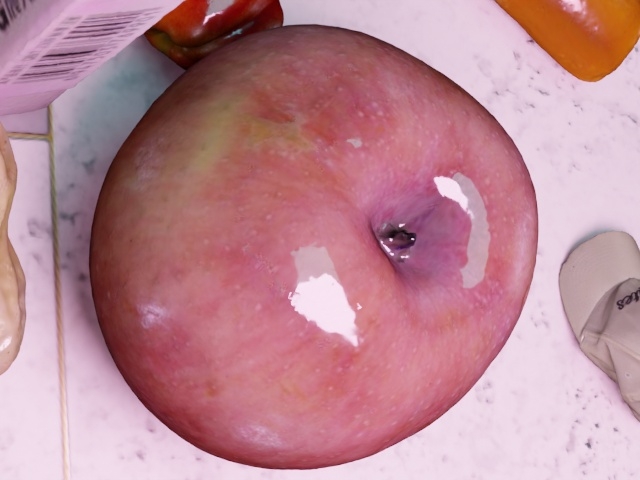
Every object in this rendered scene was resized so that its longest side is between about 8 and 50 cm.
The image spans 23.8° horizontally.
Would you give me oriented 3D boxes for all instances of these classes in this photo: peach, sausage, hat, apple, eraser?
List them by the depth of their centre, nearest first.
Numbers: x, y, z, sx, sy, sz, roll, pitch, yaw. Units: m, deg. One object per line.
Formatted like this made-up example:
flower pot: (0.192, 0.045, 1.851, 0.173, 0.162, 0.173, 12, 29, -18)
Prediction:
eraser: (-0.165, -0.161, 0.881, 0.086, 0.287, 0.130, -9, 84, -29)
apple: (0.000, 0.000, 0.970, 0.306, 0.235, 0.305, 7, 77, -32)
peach: (-0.076, -0.166, 1.051, 0.101, 0.101, 0.100, 8, 75, -30)
hat: (0.265, 0.070, 1.215, 0.122, 0.081, 0.166, -1, 69, -34)
sausage: (0.171, -0.230, 1.216, 0.238, 0.098, 0.098, 43, 61, -17)

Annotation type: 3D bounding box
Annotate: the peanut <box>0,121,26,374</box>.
peanut: (-0.224, -0.012, 0.903, 0.090, 0.099, 0.214, -73, 161, -64)
